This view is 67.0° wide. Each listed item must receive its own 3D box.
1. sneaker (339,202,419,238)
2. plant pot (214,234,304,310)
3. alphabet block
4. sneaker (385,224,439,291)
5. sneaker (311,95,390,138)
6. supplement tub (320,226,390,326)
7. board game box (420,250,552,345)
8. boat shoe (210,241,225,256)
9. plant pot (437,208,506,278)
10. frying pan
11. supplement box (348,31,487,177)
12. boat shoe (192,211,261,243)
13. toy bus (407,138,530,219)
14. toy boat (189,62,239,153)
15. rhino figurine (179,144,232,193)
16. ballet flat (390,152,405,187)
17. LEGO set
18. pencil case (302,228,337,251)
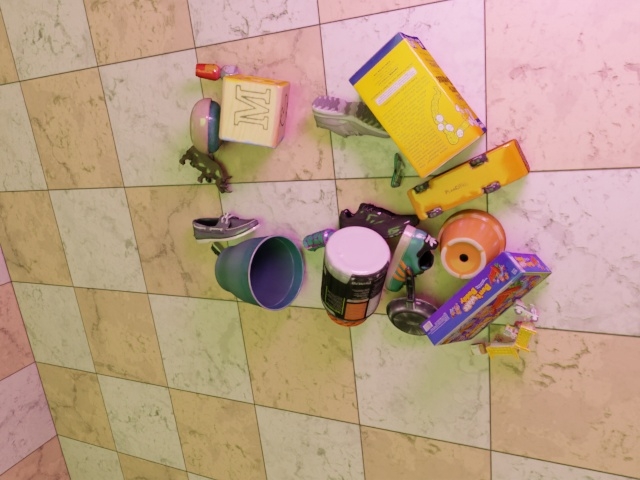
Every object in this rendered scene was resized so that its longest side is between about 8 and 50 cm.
[{"bbox_3d":[0.184,-0.067,1.605,0.287,0.109,0.130,-7,97,25],"label":"sneaker"},{"bbox_3d":[-0.243,0.112,1.792,0.255,0.272,0.271,1,108,42],"label":"plant pot"},{"bbox_3d":[-0.215,-0.432,1.597,0.194,0.192,0.197,9,113,0],"label":"alphabet block"},{"bbox_3d":[0.291,0.084,1.555,0.121,0.108,0.302,25,143,14],"label":"sneaker"},{"bbox_3d":[0.110,-0.381,1.555,0.282,0.105,0.115,21,149,14],"label":"sneaker"},{"bbox_3d":[0.106,0.132,1.594,0.207,0.207,0.337,26,143,16],"label":"supplement tub"},{"bbox_3d":[0.497,0.178,1.454,0.347,0.234,0.078,-51,54,30],"label":"board game box"},{"bbox_3d":[-0.398,0.059,1.956,0.125,0.046,0.038,44,120,10],"label":"boat shoe"},{"bbox_3d":[0.443,0.025,1.458,0.205,0.188,0.204,8,110,23],"label":"plant pot"},{"bbox_3d":[0.326,0.225,1.589,0.198,0.053,0.326,20,143,5],"label":"frying pan"},{"bbox_3d":[0.286,-0.389,1.392,0.195,0.194,0.356,-37,89,31],"label":"supplement box"},{"bbox_3d":[-0.374,-0.057,1.867,0.320,0.116,0.098,-8,107,33],"label":"boat shoe"},{"bbox_3d":[0.432,-0.177,1.429,0.333,0.130,0.108,-25,96,30],"label":"toy bus"},{"bbox_3d":[-0.370,-0.459,1.688,0.148,0.267,0.317,5,93,-10],"label":"toy boat"},{"bbox_3d":[-0.425,-0.266,1.846,0.243,0.073,0.106,43,123,5],"label":"rhino figurine"},{"bbox_3d":[0.252,-0.226,1.558,0.041,0.041,0.114,13,112,21],"label":"ballet flat"},{"bbox_3d":[0.603,0.291,1.530,0.132,0.107,0.287,36,137,10],"label":"LEGO set"},{"bbox_3d":[0.000,0.000,1.702,0.064,0.070,0.152,42,152,-18],"label":"pencil case"}]
